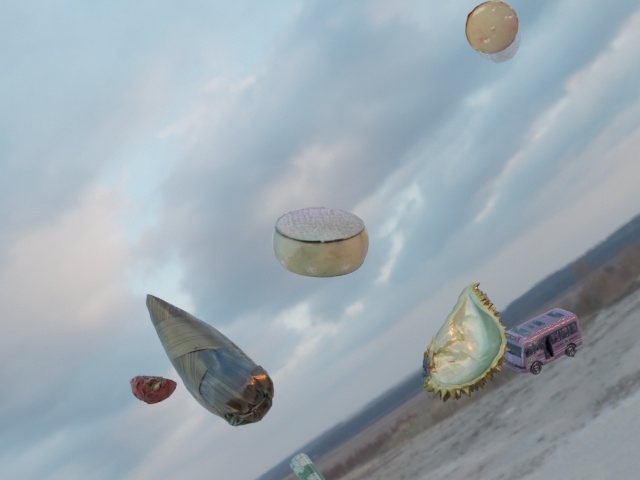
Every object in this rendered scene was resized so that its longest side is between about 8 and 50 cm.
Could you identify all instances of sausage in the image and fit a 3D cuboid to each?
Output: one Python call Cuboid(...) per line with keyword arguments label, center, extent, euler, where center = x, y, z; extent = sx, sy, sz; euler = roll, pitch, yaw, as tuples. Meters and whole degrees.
Cuboid(label="sausage", center=(0.341, -0.393, 1.299), extent=(0.093, 0.093, 0.312), euler=(-39, -4, 20))

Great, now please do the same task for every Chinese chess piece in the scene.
Cuboid(label="Chinese chess piece", center=(0.000, 0.000, 1.866), extent=(0.270, 0.270, 0.112), euler=(-21, -57, -40))

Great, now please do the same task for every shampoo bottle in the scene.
Cuboid(label="shampoo bottle", center=(-0.013, 0.706, 1.932), extent=(0.065, 0.204, 0.065), euler=(-21, -49, -26))

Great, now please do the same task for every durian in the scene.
Cuboid(label="durian", center=(0.280, 0.204, 1.267), extent=(0.252, 0.139, 0.144), euler=(-52, -16, -16))

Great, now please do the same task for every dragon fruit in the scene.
Cuboid(label="dragon fruit", center=(-0.572, 0.500, 2.263), extent=(0.162, 0.083, 0.106), euler=(6, -30, -2))

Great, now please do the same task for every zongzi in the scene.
Cuboid(label="zongzi", center=(-0.227, 0.221, 1.317), extent=(0.134, 0.288, 0.286), euler=(-41, 15, -21))

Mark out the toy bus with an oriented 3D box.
Cuboid(label="toy bus", center=(0.547, 0.249, 1.672), extent=(0.198, 0.108, 0.096), euler=(-20, 18, -21))
